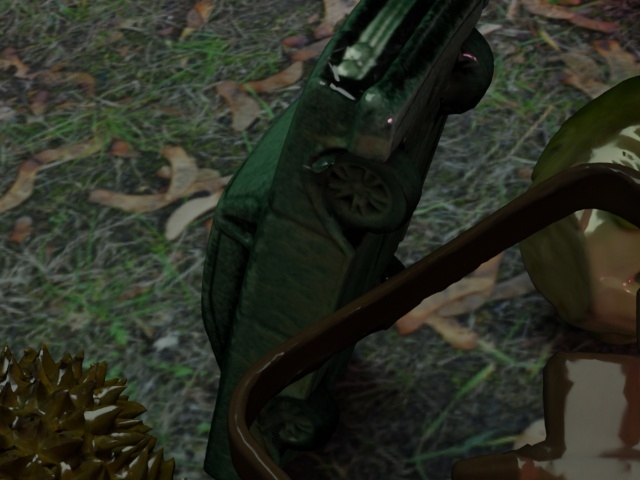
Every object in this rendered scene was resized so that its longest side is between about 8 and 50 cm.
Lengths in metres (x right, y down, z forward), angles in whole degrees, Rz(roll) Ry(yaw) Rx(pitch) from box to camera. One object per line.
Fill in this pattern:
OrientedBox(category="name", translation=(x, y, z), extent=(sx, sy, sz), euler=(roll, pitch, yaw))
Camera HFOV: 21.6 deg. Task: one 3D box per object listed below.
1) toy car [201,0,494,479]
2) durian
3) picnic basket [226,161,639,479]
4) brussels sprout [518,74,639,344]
OrientedBox(category="toy car", translation=(0.000, 0.000, 0.860), extent=(0.097, 0.320, 0.141), euler=(26, 49, 9))
OrientedBox(category="durian", translation=(-0.191, 0.135, 0.891), extent=(0.250, 0.138, 0.183), euler=(-7, 31, -5))
OrientedBox(category="picnic basket", translation=(0.143, 0.116, 0.713), extent=(0.254, 0.291, 0.321), euler=(-33, 57, -23))
OrientedBox(category="brussels sprout", translation=(0.203, -0.022, 0.982), extent=(0.181, 0.144, 0.161), euler=(-9, 74, -17))
